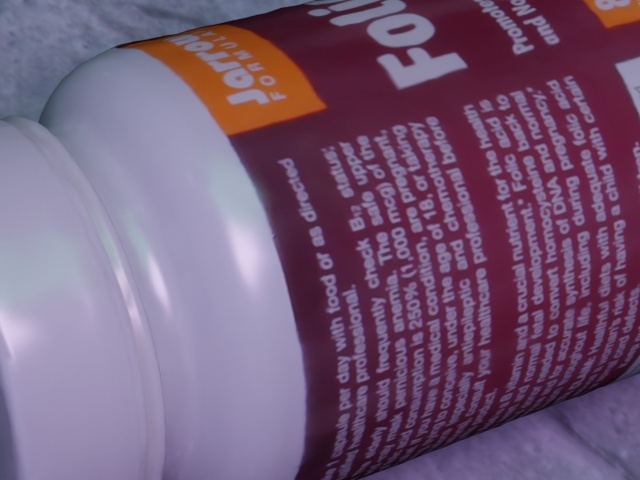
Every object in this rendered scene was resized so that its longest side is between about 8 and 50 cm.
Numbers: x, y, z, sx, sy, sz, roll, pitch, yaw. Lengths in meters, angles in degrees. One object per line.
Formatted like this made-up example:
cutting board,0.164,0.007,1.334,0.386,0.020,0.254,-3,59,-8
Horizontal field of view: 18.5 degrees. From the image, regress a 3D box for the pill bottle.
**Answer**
pill bottle,0.000,0.000,0.928,0.392,0.224,0.224,-17,60,-27
